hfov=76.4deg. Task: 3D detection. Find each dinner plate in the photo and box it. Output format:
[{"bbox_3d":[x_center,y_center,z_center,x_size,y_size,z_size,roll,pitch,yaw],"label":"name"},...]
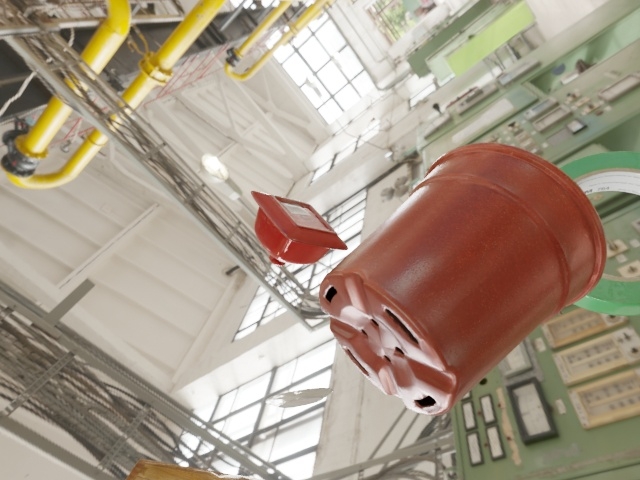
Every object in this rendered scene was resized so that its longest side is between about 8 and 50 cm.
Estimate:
[{"bbox_3d":[-0.042,0.328,0.841,0.141,0.141,0.017,25,-136,-47],"label":"dinner plate"}]

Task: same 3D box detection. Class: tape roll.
[{"bbox_3d":[0.569,-0.019,0.785,0.077,0.322,0.320,49,-158,-55],"label":"tape roll"}]

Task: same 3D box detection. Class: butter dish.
[{"bbox_3d":[-0.059,-0.004,0.764,0.160,0.118,0.160,9,-149,-45],"label":"butter dish"}]

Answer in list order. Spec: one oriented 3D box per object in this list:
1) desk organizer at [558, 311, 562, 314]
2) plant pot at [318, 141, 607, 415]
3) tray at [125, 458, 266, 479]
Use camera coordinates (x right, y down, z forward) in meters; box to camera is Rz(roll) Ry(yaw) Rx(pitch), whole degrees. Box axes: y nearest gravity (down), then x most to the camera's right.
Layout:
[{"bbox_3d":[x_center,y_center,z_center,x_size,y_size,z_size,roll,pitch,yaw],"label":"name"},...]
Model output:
[{"bbox_3d":[0.609,0.165,1.111,0.047,0.050,0.130,69,-161,-5],"label":"desk organizer"},{"bbox_3d":[0.159,0.055,0.523,0.265,0.272,0.272,-36,-88,-27],"label":"plant pot"},{"bbox_3d":[-0.209,0.554,0.656,0.203,0.410,0.076,9,-164,3],"label":"tray"}]
